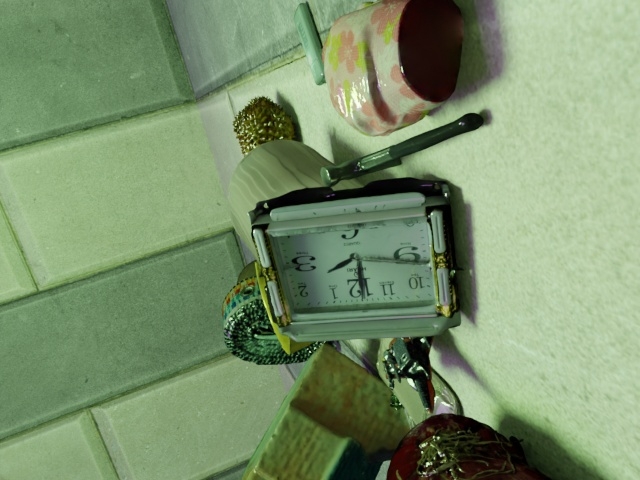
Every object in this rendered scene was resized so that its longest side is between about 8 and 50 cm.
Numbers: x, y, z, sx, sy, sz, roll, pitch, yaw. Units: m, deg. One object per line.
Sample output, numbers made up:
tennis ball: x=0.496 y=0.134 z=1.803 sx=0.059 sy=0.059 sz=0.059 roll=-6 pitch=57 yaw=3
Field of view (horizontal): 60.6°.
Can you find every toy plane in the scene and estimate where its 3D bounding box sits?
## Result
toy plane: x=0.126 y=0.166 z=0.744 sx=0.061 sy=0.130 sz=0.189 roll=33 pitch=-160 yaw=-6

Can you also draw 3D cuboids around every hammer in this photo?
hammer: x=0.098 y=-0.105 z=0.623 sx=0.246 sy=0.103 sz=0.029 roll=-11 pitch=98 yaw=63

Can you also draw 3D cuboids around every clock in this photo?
clock: x=0.049 y=0.027 z=0.681 sx=0.083 sy=0.253 sz=0.187 roll=-70 pitch=-28 yaw=-60

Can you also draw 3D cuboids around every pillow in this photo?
pillow: x=0.153 y=0.238 z=0.901 sx=0.233 sy=0.038 sz=0.131 roll=-129 pitch=38 yaw=-53

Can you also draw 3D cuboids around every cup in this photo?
cup: x=-0.018 y=0.003 z=0.892 sx=0.273 sy=0.208 sz=0.289 roll=-136 pitch=40 yaw=-59

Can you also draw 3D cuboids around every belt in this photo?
belt: x=-0.109 y=0.200 z=1.425 sx=0.160 sy=0.294 sz=0.207 roll=-120 pitch=33 yaw=-62

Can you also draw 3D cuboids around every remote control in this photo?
remote control: x=-0.015 y=-0.312 z=0.876 sx=0.053 sy=0.017 sz=0.125 roll=163 pitch=88 yaw=-75

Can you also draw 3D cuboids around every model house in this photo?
model house: x=0.041 y=0.403 z=1.047 sx=0.280 sy=0.312 sz=0.245 roll=32 pitch=157 yaw=2

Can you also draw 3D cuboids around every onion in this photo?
onion: x=0.164 y=0.314 z=0.591 sx=0.281 sy=0.221 sz=0.281 roll=158 pitch=90 yaw=-85

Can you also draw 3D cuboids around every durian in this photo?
durian: x=-0.117 y=-0.221 z=1.163 sx=0.158 sy=0.136 sz=0.168 roll=-84 pitch=-10 yaw=-72

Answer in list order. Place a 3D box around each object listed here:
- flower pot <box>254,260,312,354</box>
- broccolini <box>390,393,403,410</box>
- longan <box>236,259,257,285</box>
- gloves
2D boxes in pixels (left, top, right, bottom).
flower pot: x=-0.019 y=0.104 z=1.099 sx=0.195 sy=0.179 sz=0.195 roll=160 pitch=90 yaw=-75
broccolini: x=0.175 y=0.319 z=0.912 sx=0.052 sy=0.054 sz=0.194 roll=-68 pitch=27 yaw=23
longan: x=-0.150 y=0.179 z=1.629 sx=0.246 sy=0.215 sz=0.246 roll=-174 pitch=90 yaw=-73
gloves: x=0.056 y=-0.183 z=0.578 sx=0.241 sy=0.126 sz=0.145 roll=11 pitch=124 yaw=65
